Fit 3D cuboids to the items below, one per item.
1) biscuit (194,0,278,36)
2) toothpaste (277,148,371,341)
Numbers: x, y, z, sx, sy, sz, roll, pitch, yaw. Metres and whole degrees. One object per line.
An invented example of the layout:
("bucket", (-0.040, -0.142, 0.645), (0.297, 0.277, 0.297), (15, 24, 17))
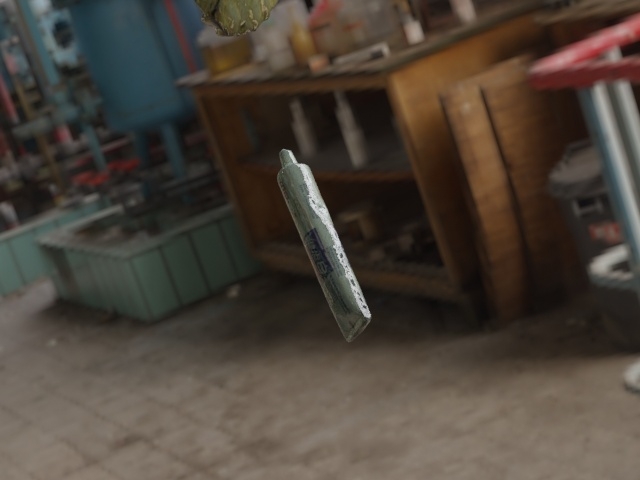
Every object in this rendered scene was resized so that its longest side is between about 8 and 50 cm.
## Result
("biscuit", (-0.057, -0.338, 1.619), (0.036, 0.273, 0.187), (17, -7, 20))
("toothpaste", (0.000, 0.000, 1.615), (0.038, 0.233, 0.060), (-9, -27, -28))
